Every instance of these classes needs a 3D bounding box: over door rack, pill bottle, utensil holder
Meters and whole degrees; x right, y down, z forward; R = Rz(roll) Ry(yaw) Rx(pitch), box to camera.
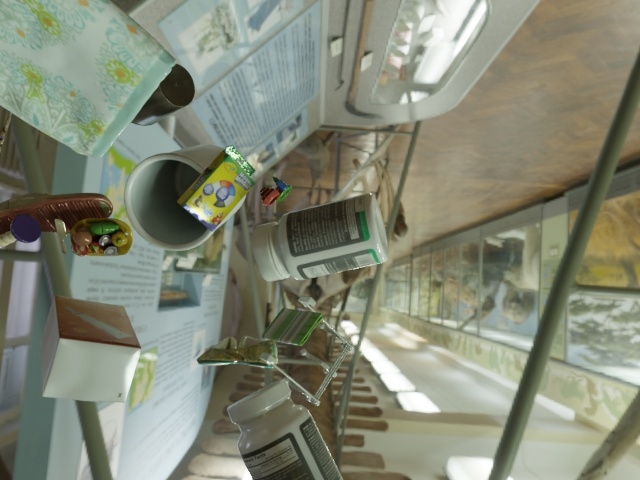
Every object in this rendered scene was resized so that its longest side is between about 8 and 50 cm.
[{"bbox_3d":[-0.047,0.350,1.707,0.108,0.239,0.324,12,149,44],"label":"over door rack"},{"bbox_3d":[0.000,0.000,1.533,0.361,0.204,0.204,-13,171,13],"label":"pill bottle"},{"bbox_3d":[-0.088,0.565,1.393,0.210,0.363,0.210,-27,171,-4],"label":"pill bottle"},{"bbox_3d":[-0.457,-0.170,1.902,0.328,0.327,0.385,3,-164,8],"label":"utensil holder"}]

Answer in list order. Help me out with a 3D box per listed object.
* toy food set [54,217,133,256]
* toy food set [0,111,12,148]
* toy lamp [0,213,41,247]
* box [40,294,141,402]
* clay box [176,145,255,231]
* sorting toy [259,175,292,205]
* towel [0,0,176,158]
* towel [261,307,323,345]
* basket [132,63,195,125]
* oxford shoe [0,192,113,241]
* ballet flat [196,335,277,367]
[{"bbox_3d":[-0.680,0.002,1.597,0.218,0.128,0.071,0,-156,-18],"label":"toy food set"},{"bbox_3d":[-1.005,-0.344,1.682,0.019,0.122,0.078,17,166,-29],"label":"toy food set"},{"bbox_3d":[-0.803,0.014,1.296,0.275,0.080,0.080,-20,164,26],"label":"toy lamp"},{"bbox_3d":[-0.674,0.305,1.538,0.215,0.168,0.345,16,-174,-31],"label":"box"},{"bbox_3d":[-0.282,-0.148,1.504,0.053,0.222,0.127,35,172,48],"label":"clay box"},{"bbox_3d":[-0.107,-0.119,1.241,0.061,0.042,0.102,-50,172,31],"label":"sorting toy"},{"bbox_3d":[-0.477,-0.325,0.963,0.320,0.090,0.374,36,139,-26],"label":"towel"},{"bbox_3d":[-0.076,0.231,1.417,0.152,0.113,0.023,2,132,43],"label":"towel"},{"bbox_3d":[-0.500,-0.447,1.612,0.227,0.154,0.204,-1,167,39],"label":"basket"},{"bbox_3d":[-0.849,-0.107,1.666,0.397,0.146,0.140,-8,134,-4],"label":"oxford shoe"},{"bbox_3d":[-0.308,0.411,1.972,0.349,0.123,0.123,-6,171,29],"label":"ballet flat"}]
